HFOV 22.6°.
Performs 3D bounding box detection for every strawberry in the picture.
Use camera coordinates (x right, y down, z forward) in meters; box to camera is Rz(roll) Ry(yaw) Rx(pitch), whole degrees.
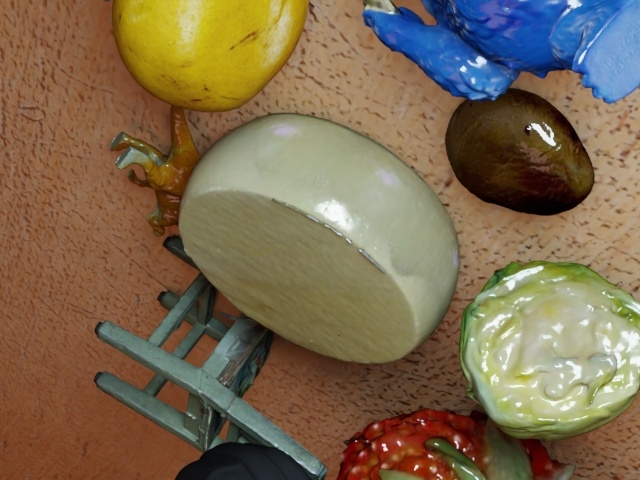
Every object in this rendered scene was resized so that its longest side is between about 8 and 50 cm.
[{"bbox_3d":[0.098,0.285,1.575,0.292,0.292,0.343,43,165,-16],"label":"strawberry"}]

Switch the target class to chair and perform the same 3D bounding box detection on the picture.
[{"bbox_3d":[-0.083,0.138,1.618,0.270,0.147,0.136,31,149,11],"label":"chair"}]

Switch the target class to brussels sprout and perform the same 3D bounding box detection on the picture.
[{"bbox_3d":[0.190,0.097,1.287,0.151,0.149,0.122,37,173,27],"label":"brussels sprout"}]

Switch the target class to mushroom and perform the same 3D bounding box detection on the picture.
[{"bbox_3d":[0.145,-0.059,1.187,0.123,0.052,0.123,28,150,18],"label":"mushroom"}]

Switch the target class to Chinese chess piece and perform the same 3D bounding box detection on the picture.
[{"bbox_3d":[0.000,0.000,1.377,0.250,0.097,0.251,25,151,15],"label":"Chinese chess piece"}]

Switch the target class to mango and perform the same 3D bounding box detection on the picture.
[{"bbox_3d":[-0.076,-0.178,1.138,0.219,0.144,0.112,103,145,-60],"label":"mango"}]

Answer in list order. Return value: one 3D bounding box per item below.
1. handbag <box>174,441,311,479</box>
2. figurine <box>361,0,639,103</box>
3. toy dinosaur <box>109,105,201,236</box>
[{"bbox_3d":[-0.053,0.311,1.463,0.308,0.093,0.254,167,88,-71],"label":"handbag"},{"bbox_3d":[0.111,-0.172,0.995,0.262,0.120,0.164,37,134,45],"label":"figurine"},{"bbox_3d":[-0.123,-0.052,1.470,0.142,0.057,0.212,31,155,-19],"label":"toy dinosaur"}]
